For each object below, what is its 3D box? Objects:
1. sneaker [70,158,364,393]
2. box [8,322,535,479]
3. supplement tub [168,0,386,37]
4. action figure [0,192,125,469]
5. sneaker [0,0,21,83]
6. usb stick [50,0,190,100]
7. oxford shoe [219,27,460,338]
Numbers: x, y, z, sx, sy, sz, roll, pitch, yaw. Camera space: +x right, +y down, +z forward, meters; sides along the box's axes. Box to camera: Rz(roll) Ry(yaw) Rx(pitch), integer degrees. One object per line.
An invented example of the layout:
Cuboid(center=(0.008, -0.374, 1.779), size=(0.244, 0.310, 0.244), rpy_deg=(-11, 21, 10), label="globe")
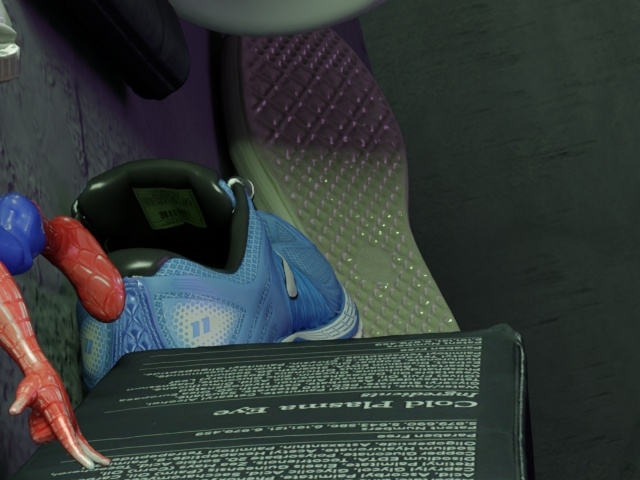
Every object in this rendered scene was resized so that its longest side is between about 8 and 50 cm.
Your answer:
Cuboid(center=(-0.056, 0.019, 1.080), size=(0.330, 0.130, 0.147), rpy_deg=(-66, 144, -78), label="sneaker")
Cuboid(center=(-0.003, 0.229, 0.707), size=(0.312, 0.179, 0.343), rpy_deg=(-61, 147, -81), label="box")
Cuboid(center=(-0.043, -0.334, 1.377), size=(0.241, 0.241, 0.331), rpy_deg=(67, 12, -52), label="supplement tub")
Cuboid(center=(-0.119, 0.039, 0.653), size=(0.139, 0.091, 0.280), rpy_deg=(61, 4, 13), label="action figure")
Cuboid(center=(-0.144, -0.147, 0.666), size=(0.105, 0.115, 0.281), rpy_deg=(108, -17, -55), label="sneaker")
Cuboid(center=(-0.129, -0.151, 1.150), size=(0.278, 0.045, 0.077), rpy_deg=(50, 28, -73), label="usb stick")
Cuboid(center=(0.000, 0.000, 1.609), size=(0.130, 0.169, 0.449), rpy_deg=(-50, -131, 45), label="oxford shoe")
